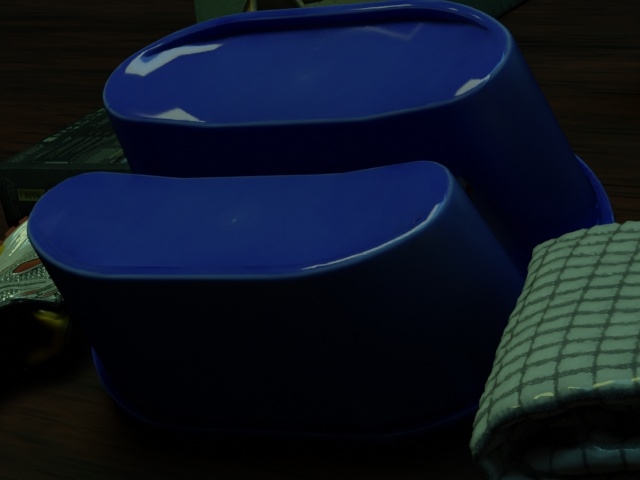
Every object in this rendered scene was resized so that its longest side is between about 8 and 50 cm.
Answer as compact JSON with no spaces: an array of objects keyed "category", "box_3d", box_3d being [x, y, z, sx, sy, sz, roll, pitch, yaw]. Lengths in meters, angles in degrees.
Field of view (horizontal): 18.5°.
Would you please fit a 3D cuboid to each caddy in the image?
[{"category":"caddy","box_3d":[0.000,0.000,1.149,0.341,0.179,0.241,0,48,31]}]

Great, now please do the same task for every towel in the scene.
[{"category":"towel","box_3d":[0.226,0.069,0.906,0.283,0.121,0.235,-6,18,17]}]

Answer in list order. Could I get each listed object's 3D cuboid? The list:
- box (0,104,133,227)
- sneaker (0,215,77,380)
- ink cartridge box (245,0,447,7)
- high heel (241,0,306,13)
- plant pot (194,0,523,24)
[{"category":"box","box_3d":[-0.116,-0.074,1.567,0.183,0.059,0.232,1,24,33]},{"category":"sneaker","box_3d":[-0.184,0.045,1.295,0.092,0.088,0.225,28,42,31]},{"category":"ink cartridge box","box_3d":[0.018,-0.208,1.621,0.153,0.208,0.087,2,26,36]},{"category":"high heel","box_3d":[0.003,-0.075,1.313,0.093,0.186,0.261,-18,21,-12]},{"category":"plant pot","box_3d":[0.024,-0.312,1.830,0.247,0.252,0.248,5,27,38]}]
